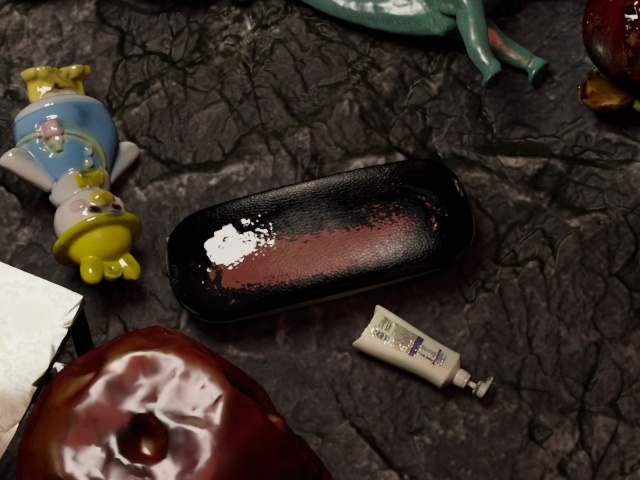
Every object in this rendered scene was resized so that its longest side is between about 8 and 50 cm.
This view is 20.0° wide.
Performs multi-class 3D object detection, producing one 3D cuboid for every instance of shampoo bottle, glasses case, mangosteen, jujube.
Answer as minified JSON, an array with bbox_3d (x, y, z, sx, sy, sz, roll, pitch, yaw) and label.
[{"bbox_3d":[0.104,0.119,1.809,0.141,0.034,0.049,29,65,9],"label":"shampoo bottle"},{"bbox_3d":[0.000,0.000,1.827,0.314,0.075,0.122,-15,73,-6],"label":"glasses case"},{"bbox_3d":[0.347,-0.203,1.868,0.166,0.180,0.166,8,42,-8],"label":"mangosteen"},{"bbox_3d":[-0.117,0.233,1.581,0.277,0.377,0.276,-2,59,3],"label":"jujube"}]

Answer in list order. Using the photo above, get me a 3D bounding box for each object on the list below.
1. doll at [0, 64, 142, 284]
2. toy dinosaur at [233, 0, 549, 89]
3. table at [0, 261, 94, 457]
[{"bbox_3d":[-0.243,-0.062,1.836,0.099,0.135,0.241,-28,69,19],"label":"doll"},{"bbox_3d":[0.134,-0.321,1.946,0.331,0.129,0.383,35,72,20],"label":"toy dinosaur"},{"bbox_3d":[-0.400,0.128,1.668,0.335,0.272,0.222,23,70,8],"label":"table"}]
